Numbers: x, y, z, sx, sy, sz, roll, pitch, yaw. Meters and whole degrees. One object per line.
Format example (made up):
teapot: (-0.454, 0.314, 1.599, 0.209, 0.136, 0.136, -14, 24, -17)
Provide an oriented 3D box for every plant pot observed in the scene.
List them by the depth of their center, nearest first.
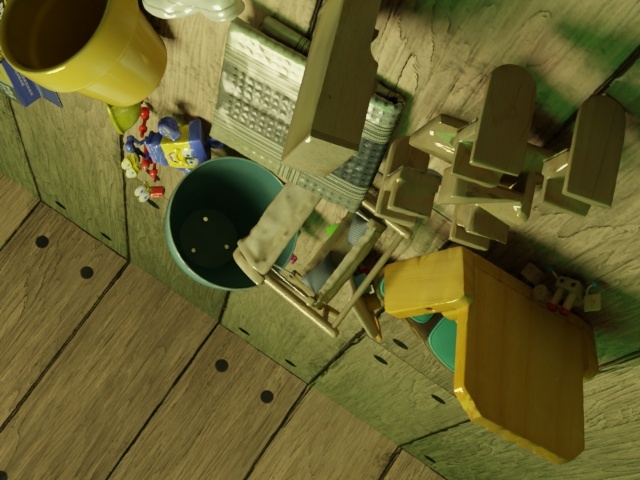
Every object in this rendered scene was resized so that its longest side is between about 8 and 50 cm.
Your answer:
plant pot: (-0.414, -0.366, 1.936, 0.254, 0.254, 0.239, 23, 172, 32)
plant pot: (-0.219, -0.020, 2.320, 0.290, 0.290, 0.195, 39, 157, -12)

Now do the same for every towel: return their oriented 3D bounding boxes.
towel: (-0.033, -0.216, 1.807, 0.324, 0.056, 0.312, 29, 145, 6)

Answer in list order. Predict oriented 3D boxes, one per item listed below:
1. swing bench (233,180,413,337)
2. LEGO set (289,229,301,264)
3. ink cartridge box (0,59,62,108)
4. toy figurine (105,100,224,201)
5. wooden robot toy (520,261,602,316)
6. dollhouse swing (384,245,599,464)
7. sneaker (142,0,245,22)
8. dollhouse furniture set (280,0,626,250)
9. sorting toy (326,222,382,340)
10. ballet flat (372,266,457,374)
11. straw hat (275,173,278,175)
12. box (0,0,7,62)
swing bench: (0.000, 0.000, 2.009, 0.255, 0.253, 0.165, 35, -171, -4)
LEGO set: (-0.129, -0.054, 2.443, 0.227, 0.087, 0.093, 33, 160, 25)
ink cartridge box: (-0.822, -0.459, 2.659, 0.307, 0.072, 0.303, 33, 161, 13)
toy figurine: (-0.316, -0.244, 2.289, 0.217, 0.191, 0.362, -1, 145, 9)
wooden robot toy: (0.438, 0.101, 1.869, 0.173, 0.076, 0.079, 22, 171, 43)
dollhouse swing: (0.294, 0.230, 1.923, 0.347, 0.305, 0.315, 29, 154, -27)
sneaker: (-0.217, -0.418, 1.726, 0.212, 0.080, 0.094, 12, 140, 36)
dollhouse furniture set: (0.175, -0.183, 1.492, 0.394, 0.256, 0.362, 17, 166, -13)
sorting toy: (0.092, 0.094, 2.337, 0.047, 0.196, 0.347, -19, 142, 10)
ballet flat: (0.239, 0.176, 2.355, 0.342, 0.116, 0.124, 41, 179, -14)
straw hat: (-0.056, -0.189, 1.995, 0.061, 0.144, 0.144, -5, 168, -14)
box: (-0.673, -0.441, 2.044, 0.097, 0.318, 0.395, 36, 161, -1)
